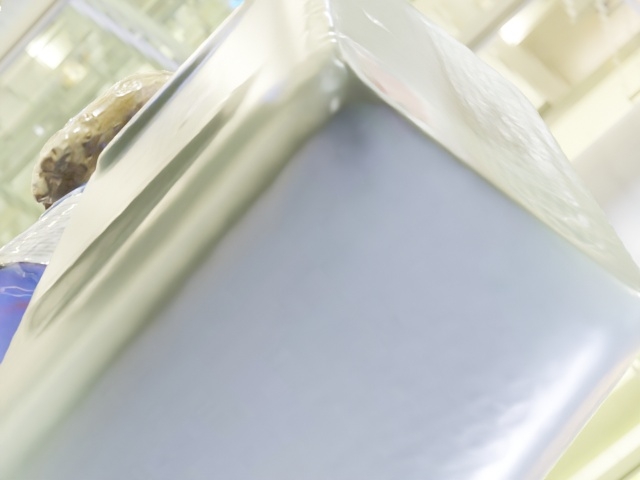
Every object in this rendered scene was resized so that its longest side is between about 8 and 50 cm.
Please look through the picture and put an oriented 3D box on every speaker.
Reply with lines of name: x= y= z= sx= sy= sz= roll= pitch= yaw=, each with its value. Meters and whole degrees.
speaker: x=0.000 y=0.000 z=0.671 sx=0.183 sy=0.184 sz=0.406 roll=37 pitch=-167 yaw=-11

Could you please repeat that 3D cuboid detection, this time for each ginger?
ginger: x=-0.167 y=-0.087 z=1.251 sx=0.051 sy=0.173 sz=0.069 roll=35 pitch=154 yaw=36

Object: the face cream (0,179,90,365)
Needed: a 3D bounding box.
face cream: x=-0.122 y=0.085 z=1.043 sx=0.249 sy=0.249 sz=0.225 roll=48 pitch=-148 yaw=0
